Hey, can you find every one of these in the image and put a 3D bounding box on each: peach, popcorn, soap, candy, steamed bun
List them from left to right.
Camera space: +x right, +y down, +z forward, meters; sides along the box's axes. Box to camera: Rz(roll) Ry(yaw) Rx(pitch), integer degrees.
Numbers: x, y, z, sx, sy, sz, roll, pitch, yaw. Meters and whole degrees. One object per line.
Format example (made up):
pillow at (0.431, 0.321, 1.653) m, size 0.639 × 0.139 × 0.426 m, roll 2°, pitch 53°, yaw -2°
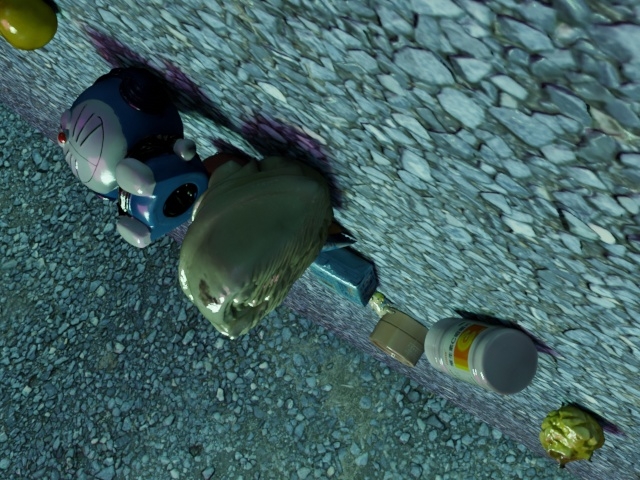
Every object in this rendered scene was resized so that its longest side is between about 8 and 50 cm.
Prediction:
peach at (-0.553, -0.411, 1.478) m, size 0.179 × 0.103 × 0.179 m, roll 33°, pitch 175°, yaw 3°
steamed bun at (-0.136, -0.009, 1.480) m, size 0.219 × 0.324 × 0.309 m, roll 35°, pitch 162°, yaw 14°
candy at (-0.001, 0.000, 1.736) m, size 0.136 × 0.038 × 0.088 m, roll -17°, pitch -148°, yaw -39°
soap at (0.054, 0.077, 1.980) m, size 0.156 × 0.077 × 0.293 m, roll 30°, pitch 171°, yaw 12°
popcorn at (0.591, 0.458, 1.962) m, size 0.149 × 0.152 × 0.167 m, roll 1°, pitch 158°, yaw 17°

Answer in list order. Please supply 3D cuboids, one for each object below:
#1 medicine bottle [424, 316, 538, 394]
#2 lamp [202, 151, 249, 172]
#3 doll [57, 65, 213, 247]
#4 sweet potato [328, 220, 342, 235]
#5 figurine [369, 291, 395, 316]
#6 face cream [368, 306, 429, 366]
medicine bottle at (0.323, 0.229, 1.705) m, size 0.133 × 0.133 × 0.250 m, roll 36°, pitch 171°, yaw -16°
lamp at (-0.181, -0.096, 1.713) m, size 0.182 × 0.140 × 0.182 m, roll 36°, pitch 170°, yaw 8°
doll at (-0.348, -0.167, 1.547) m, size 0.240 × 0.284 × 0.310 m, roll -19°, pitch -127°, yaw -45°
sweet potato at (-0.071, -0.031, 1.663) m, size 0.265 × 0.057 × 0.057 m, roll 5°, pitch -175°, yaw -29°
figurine at (0.158, 0.161, 2.177) m, size 0.083 × 0.047 × 0.051 m, roll 44°, pitch 153°, yaw -17°
face cream at (0.219, 0.264, 2.276) m, size 0.149 × 0.104 × 0.149 m, roll 33°, pitch 170°, yaw 6°
